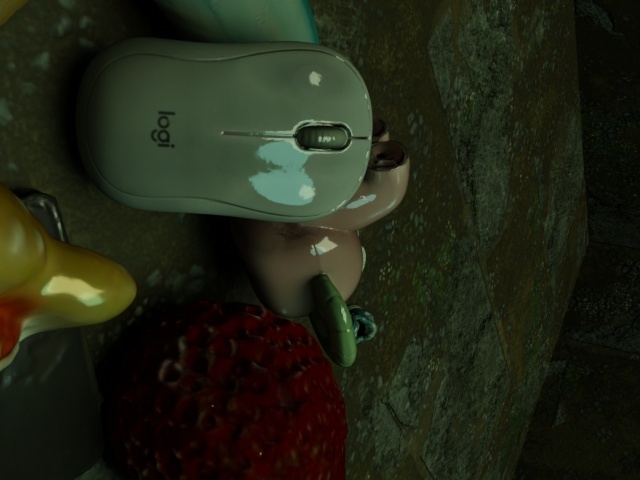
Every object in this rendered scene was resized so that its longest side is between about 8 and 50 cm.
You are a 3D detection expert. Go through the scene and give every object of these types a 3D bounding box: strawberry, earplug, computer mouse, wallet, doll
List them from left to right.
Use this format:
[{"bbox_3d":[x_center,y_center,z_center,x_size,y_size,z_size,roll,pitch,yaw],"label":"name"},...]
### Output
[{"bbox_3d":[-0.294,0.112,0.631,0.165,0.042,0.309,-29,122,-50],"label":"wallet"},{"bbox_3d":[-0.093,-0.111,0.659,0.121,0.297,0.184,-106,-156,-81],"label":"computer mouse"},{"bbox_3d":[-0.081,-0.252,0.752,0.184,0.185,0.324,-66,152,-20],"label":"earplug"},{"bbox_3d":[-0.079,0.217,0.767,0.292,0.310,0.291,-15,108,-53],"label":"strawberry"},{"bbox_3d":[0.000,0.000,0.869,0.217,0.284,0.268,-15,133,-10],"label":"doll"}]

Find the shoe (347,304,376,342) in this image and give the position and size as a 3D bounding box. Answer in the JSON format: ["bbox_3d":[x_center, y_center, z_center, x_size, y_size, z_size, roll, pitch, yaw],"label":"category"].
[{"bbox_3d":[0.065,0.154,1.205,0.143,0.071,0.063,0,100,-63],"label":"shoe"}]

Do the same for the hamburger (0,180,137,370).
[{"bbox_3d":[-0.273,0.016,0.402,0.303,0.261,0.186,30,70,-18],"label":"hamburger"}]

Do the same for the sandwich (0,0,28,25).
[{"bbox_3d":[-0.300,-0.267,0.481,0.212,0.063,0.245,-59,143,-27],"label":"sandwich"}]
